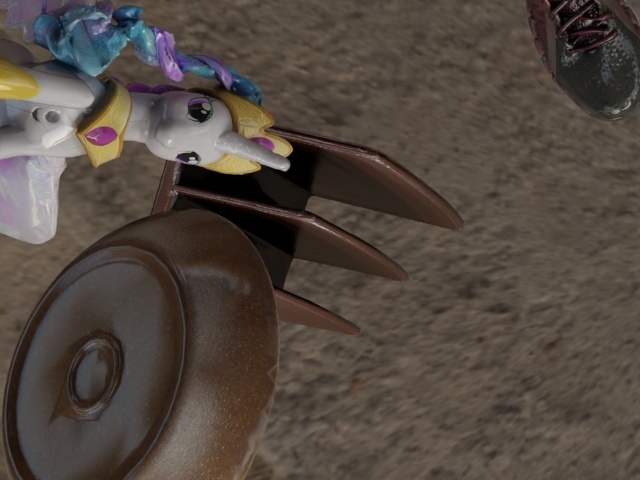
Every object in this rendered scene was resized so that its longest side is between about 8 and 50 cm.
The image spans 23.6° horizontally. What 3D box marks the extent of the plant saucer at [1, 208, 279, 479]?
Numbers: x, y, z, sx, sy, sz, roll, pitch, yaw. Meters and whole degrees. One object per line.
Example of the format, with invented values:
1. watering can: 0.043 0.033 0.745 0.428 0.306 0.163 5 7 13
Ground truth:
1. plant saucer: -0.104 0.072 0.780 0.199 0.036 0.198 -20 59 36

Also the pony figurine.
1. pony figurine: -0.243 -0.116 1.207 0.351 0.363 0.302 26 109 41

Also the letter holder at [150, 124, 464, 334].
1. letter holder: 0.000 0.000 1.481 0.214 0.302 0.152 12 82 22

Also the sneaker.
1. sneaker: 0.226 -0.243 1.493 0.106 0.162 0.281 -25 86 24
